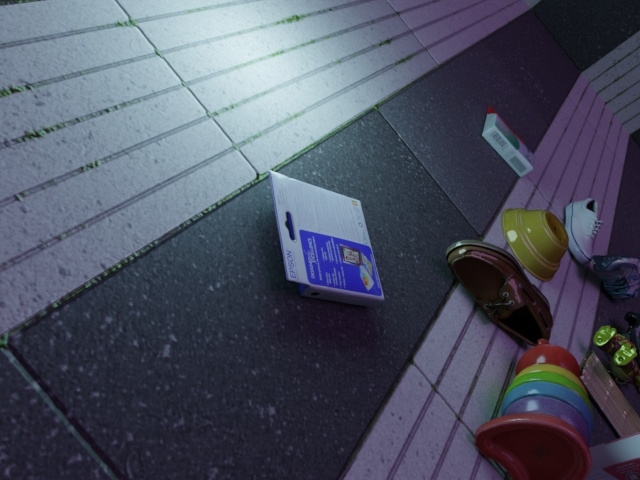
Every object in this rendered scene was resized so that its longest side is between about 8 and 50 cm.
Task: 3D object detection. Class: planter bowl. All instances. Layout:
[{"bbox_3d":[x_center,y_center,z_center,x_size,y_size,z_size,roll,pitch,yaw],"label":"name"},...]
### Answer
[{"bbox_3d":[0.570,-0.011,1.541,0.217,0.090,0.217,27,45,-30],"label":"planter bowl"}]

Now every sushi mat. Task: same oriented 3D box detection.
[{"bbox_3d":[0.713,0.416,1.411,0.316,0.019,0.151,56,39,4],"label":"sushi mat"}]

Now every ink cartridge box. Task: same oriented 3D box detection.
[{"bbox_3d":[0.575,-0.317,1.816,0.181,0.056,0.224,43,41,-12],"label":"ink cartridge box"},{"bbox_3d":[0.000,0.000,0.991,0.208,0.045,0.206,16,51,-39],"label":"ink cartridge box"},{"bbox_3d":[0.593,0.490,1.118,0.218,0.158,0.092,54,37,3],"label":"ink cartridge box"}]

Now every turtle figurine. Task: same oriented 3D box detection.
[{"bbox_3d":[0.745,0.297,1.479,0.217,0.087,0.269,42,24,-36],"label":"turtle figurine"}]

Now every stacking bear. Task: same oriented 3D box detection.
[{"bbox_3d":[0.410,0.296,1.096,0.175,0.164,0.289,49,34,-5],"label":"stacking bear"}]

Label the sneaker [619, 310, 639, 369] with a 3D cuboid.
[{"bbox_3d":[0.848,0.291,1.603,0.106,0.078,0.234,12,65,9],"label":"sneaker"}]

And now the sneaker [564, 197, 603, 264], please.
[{"bbox_3d":[0.782,-0.039,1.774,0.094,0.091,0.258,36,43,-20],"label":"sneaker"}]

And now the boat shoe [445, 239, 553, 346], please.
[{"bbox_3d":[0.380,0.112,1.235,0.307,0.111,0.104,33,41,-22],"label":"boat shoe"}]

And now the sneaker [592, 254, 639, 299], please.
[{"bbox_3d":[0.863,0.110,1.719,0.283,0.110,0.122,13,81,-44],"label":"sneaker"}]
